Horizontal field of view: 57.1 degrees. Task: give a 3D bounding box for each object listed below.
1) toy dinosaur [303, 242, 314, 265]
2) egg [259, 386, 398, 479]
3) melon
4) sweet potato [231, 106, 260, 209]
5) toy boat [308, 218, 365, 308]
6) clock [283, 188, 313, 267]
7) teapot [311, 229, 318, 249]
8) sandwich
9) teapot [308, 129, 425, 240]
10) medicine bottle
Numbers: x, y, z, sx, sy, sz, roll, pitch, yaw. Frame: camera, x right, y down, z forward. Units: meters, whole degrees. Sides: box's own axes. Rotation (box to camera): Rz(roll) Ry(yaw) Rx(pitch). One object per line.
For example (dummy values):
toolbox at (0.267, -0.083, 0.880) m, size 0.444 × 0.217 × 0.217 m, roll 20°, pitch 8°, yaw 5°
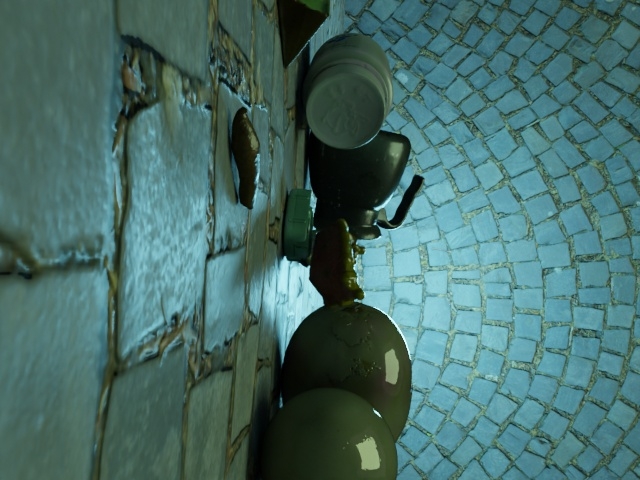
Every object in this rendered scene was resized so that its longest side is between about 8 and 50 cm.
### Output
toy dinosaur at (-0.024, 0.030, 1.260) m, size 0.180 × 0.037 × 0.058 m, roll -76°, pitch 164°, yaw -79°
egg at (0.010, 0.293, 0.788) m, size 0.241 × 0.186 × 0.185 m, roll 69°, pitch 22°, yaw -58°
melon at (0.044, 0.248, 1.002) m, size 0.223 × 0.223 × 0.316 m, roll -81°, pitch 175°, yaw -62°
sweet potato at (-0.065, -0.064, 0.517) m, size 0.026 × 0.026 × 0.115 m, roll -84°, pitch 178°, yaw -45°
toy boat at (0.029, 0.036, 0.991) m, size 0.318 × 0.099 × 0.140 m, roll -70°, pitch 169°, yaw -79°
clock at (-0.034, -0.013, 0.965) m, size 0.135 × 0.041 × 0.101 m, roll 89°, pitch 6°, yaw -57°
teapot at (0.000, 0.000, 1.430) m, size 0.064 × 0.064 × 0.083 m, roll -74°, pitch 164°, yaw -45°
sandwich at (-0.046, -0.296, 0.768) m, size 0.116 × 0.074 × 0.074 m, roll -37°, pitch -139°, yaw 50°
teapot at (0.084, -0.118, 1.351) m, size 0.305 × 0.224 × 0.284 m, roll -13°, pitch 118°, yaw -63°
medicine bottle at (0.053, -0.284, 1.108) m, size 0.293 × 0.170 × 0.170 m, roll -84°, pitch 176°, yaw -61°
